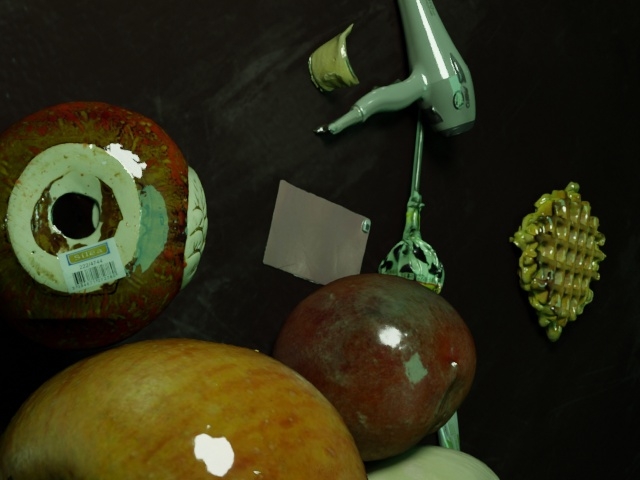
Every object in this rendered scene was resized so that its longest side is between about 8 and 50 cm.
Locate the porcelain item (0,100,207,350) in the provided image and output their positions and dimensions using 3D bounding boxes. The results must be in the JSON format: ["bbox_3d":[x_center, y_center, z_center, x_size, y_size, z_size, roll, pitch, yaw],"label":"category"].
[{"bbox_3d":[-0.235,-0.012,1.159,0.253,0.253,0.253,-3,94,-47],"label":"porcelain item"}]

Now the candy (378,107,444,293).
[{"bbox_3d":[0.140,-0.052,1.632,0.091,0.083,0.305,10,74,-10],"label":"candy"}]

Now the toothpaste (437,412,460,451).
[{"bbox_3d":[0.198,0.349,1.741,0.048,0.029,0.197,-11,97,-47],"label":"toothpaste"}]

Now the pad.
[{"bbox_3d":[0.000,0.000,1.526,0.187,0.006,0.113,23,76,-45],"label":"pad"}]

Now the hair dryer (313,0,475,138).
[{"bbox_3d":[0.100,-0.256,1.582,0.267,0.092,0.229,-2,85,-36],"label":"hair dryer"}]

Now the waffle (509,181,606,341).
[{"bbox_3d":[0.407,0.031,1.937,0.238,0.058,0.243,-52,129,-36],"label":"waffle"}]

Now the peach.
[{"bbox_3d":[0.071,0.155,1.446,0.252,0.252,0.252,-3,94,-47],"label":"peach"}]

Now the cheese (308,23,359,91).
[{"bbox_3d":[0.018,-0.241,1.499,0.041,0.060,0.084,15,74,-46],"label":"cheese"}]

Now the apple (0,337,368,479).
[{"bbox_3d":[-0.148,0.281,1.104,0.333,0.400,0.400,19,78,-38],"label":"apple"}]

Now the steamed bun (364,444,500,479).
[{"bbox_3d":[0.100,0.423,1.478,0.312,0.233,0.334,-23,128,-76],"label":"steamed bun"}]
